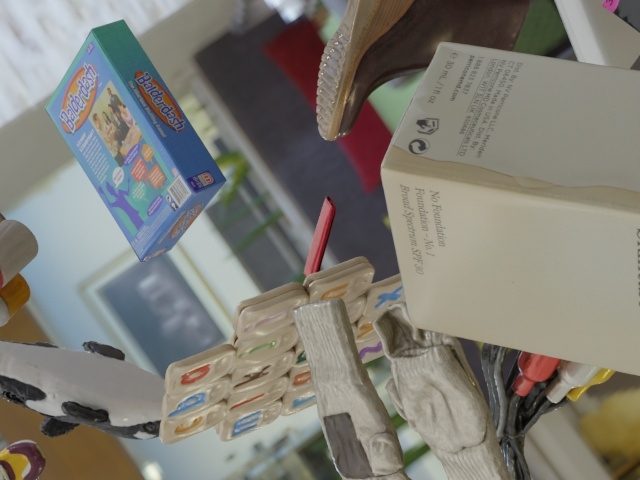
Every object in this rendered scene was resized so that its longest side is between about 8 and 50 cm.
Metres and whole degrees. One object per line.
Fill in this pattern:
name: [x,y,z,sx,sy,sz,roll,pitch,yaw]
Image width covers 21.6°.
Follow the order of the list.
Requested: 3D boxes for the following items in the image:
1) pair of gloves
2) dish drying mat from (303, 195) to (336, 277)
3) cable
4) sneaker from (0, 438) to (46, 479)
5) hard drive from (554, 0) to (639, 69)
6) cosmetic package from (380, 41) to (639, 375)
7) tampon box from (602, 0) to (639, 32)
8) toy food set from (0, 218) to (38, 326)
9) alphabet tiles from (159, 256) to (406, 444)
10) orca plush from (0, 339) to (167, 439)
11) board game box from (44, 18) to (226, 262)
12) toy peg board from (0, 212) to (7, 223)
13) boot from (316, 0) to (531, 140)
pair of gloves: [0.063,0.147,1.396,0.240,0.042,0.204,-1,110,56]
dish drying mat: [0.000,0.000,1.636,0.032,0.008,0.083,-126,48,-63]
cable: [0.179,0.156,1.466,0.072,0.139,0.287,52,129,44]
sneaker: [-0.470,0.343,2.362,0.070,0.185,0.084,60,-158,-3]
hard drive: [0.301,-0.381,1.850,0.047,0.233,0.353,0,129,41]
cosmetic package: [0.204,-0.005,0.979,0.309,0.113,0.160,11,143,23]
tampon box: [0.376,-0.247,1.645,0.101,0.120,0.161,7,-155,-30]
toy food set: [-0.320,-0.017,1.306,0.111,0.104,0.232,-22,110,43]
alphabet tiles: [-0.030,0.109,1.633,0.021,0.278,0.284,59,159,23]
orca plush: [-0.297,0.183,1.834,0.151,0.287,0.102,-120,43,-55]
board game box: [-0.200,-0.104,1.781,0.210,0.047,0.160,57,142,10]
toy peg board: [-0.367,0.007,1.444,0.161,0.161,0.079,51,-157,-15]
boot: [0.117,-0.210,1.881,0.090,0.206,0.248,-114,38,-59]
